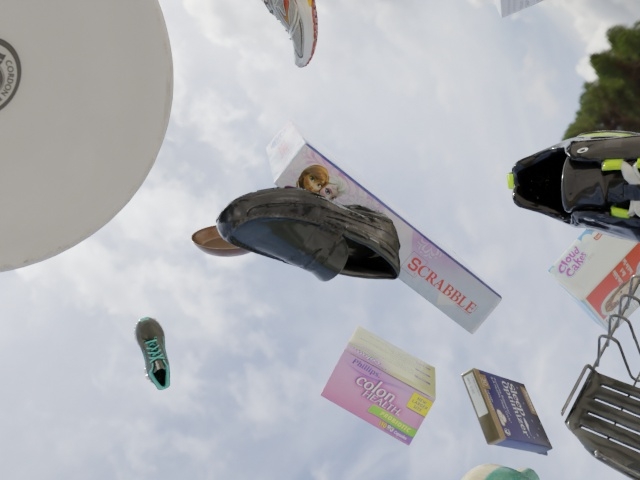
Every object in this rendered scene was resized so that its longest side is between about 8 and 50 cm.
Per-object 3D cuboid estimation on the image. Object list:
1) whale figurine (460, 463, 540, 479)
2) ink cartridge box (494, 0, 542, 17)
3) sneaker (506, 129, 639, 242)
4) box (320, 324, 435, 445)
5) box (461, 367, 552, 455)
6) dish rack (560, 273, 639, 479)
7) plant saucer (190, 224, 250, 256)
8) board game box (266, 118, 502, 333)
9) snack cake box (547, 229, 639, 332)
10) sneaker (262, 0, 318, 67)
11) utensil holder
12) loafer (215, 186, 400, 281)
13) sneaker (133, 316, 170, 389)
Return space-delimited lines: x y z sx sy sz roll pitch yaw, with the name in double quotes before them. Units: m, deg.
"whale figurine" 0.289 0.439 0.966 0.272 0.141 0.216 45 -118 -35
"ink cartridge box" 0.431 -0.535 1.132 0.223 0.307 0.129 26 -135 -72
"sneaker" 0.199 -0.025 0.414 0.097 0.234 0.084 -10 -81 -16
"box" 0.136 0.312 1.488 0.213 0.117 0.243 28 -172 6
"box" 0.358 0.322 1.248 0.225 0.036 0.136 25 -142 -42
"dish rack" 0.322 0.076 0.524 0.271 0.208 0.074 -51 -45 -24
"plant saucer" -0.237 0.002 1.744 0.198 0.036 0.199 0 -159 0
"board game box" 0.070 -0.037 0.942 0.318 0.066 0.318 37 -172 -15
"snack cake box" 0.549 0.070 1.280 0.264 0.152 0.089 33 -168 -51
"sneaker" -0.055 -0.412 1.166 0.092 0.225 0.088 -7 -147 6
"utensil holder" -0.335 -0.157 0.620 0.327 0.328 0.385 11 -173 -32
"loafer" 0.000 0.000 0.669 0.223 0.076 0.078 9 -129 -41
"sneaker" -0.339 0.237 1.385 0.065 0.167 0.076 -19 -154 -21
